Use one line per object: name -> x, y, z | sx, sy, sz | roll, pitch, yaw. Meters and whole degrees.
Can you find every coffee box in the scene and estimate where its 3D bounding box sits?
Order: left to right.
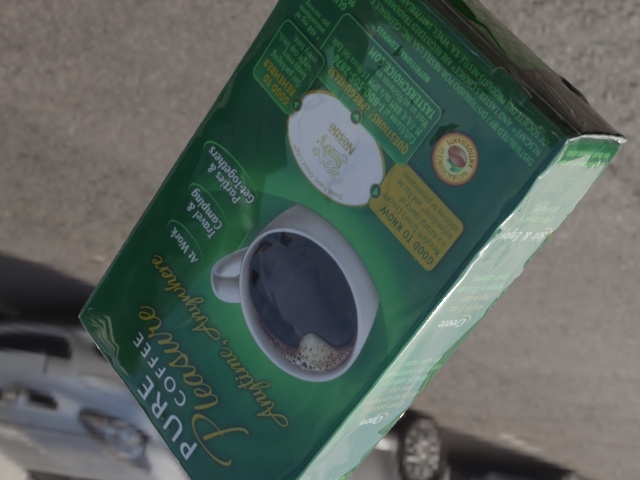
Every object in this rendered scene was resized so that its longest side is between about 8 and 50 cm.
coffee box -> 0.000, 0.000, 0.452 | 0.040, 0.113, 0.184 | -3, 135, -52
